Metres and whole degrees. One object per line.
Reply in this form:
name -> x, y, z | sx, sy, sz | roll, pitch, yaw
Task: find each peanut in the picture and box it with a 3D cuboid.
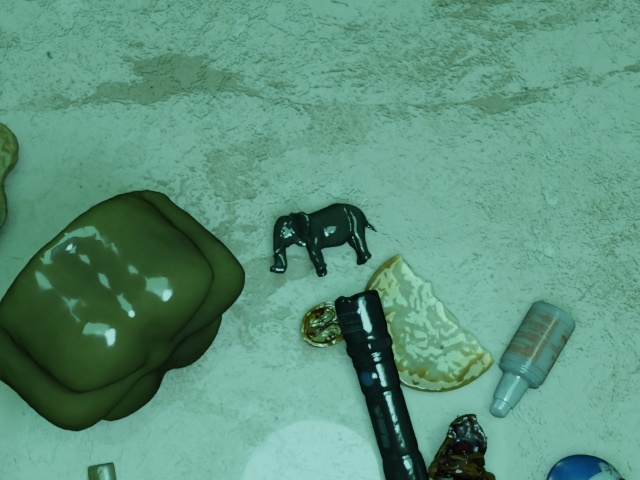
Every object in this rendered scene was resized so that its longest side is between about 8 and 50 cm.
peanut -> -0.712, -0.104, 1.960 | 0.153, 0.140, 0.325 | 21, 69, -17

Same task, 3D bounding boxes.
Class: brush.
brush -> -0.409, 0.575, 1.840 | 0.054, 0.048, 0.283 | -9, 74, -9

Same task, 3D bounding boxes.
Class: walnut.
walnut -> 0.012, 0.178, 1.970 | 0.121, 0.052, 0.091 | -24, 75, -14

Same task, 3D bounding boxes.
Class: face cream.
face cream -> 0.423, 0.252, 1.952 | 0.101, 0.101, 0.252 | 32, 75, 5

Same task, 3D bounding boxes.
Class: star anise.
star anise -> 0.278, 0.448, 1.853 | 0.125, 0.190, 0.220 | -7, 96, 31

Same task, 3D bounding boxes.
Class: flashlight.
flashlight -> 0.124, 0.309, 1.896 | 0.103, 0.103, 0.424 | -14, 85, -7

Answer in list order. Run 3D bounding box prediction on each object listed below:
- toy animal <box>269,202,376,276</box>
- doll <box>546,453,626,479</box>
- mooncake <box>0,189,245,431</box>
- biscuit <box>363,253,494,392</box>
toy animal -> -0.003, 0.002, 1.999 | 0.245, 0.114, 0.146 | -15, 82, -30
doll -> 0.506, 0.547, 1.848 | 0.215, 0.161, 0.257 | 12, 85, -29
mooncake -> -0.371, 0.137, 1.752 | 0.467, 0.467, 0.262 | -43, 79, -13
biscuit -> 0.195, 0.197, 1.983 | 0.204, 0.040, 0.309 | -39, 80, -12
